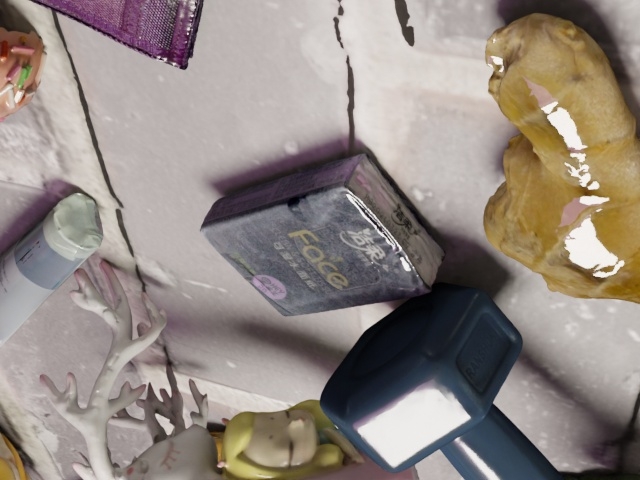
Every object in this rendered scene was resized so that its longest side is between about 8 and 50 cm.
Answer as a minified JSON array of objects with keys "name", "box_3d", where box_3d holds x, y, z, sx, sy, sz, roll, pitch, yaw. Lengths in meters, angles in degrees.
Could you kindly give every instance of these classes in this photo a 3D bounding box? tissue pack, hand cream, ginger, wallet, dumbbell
[{"name":"tissue pack","box_3d":[0.000,0.000,0.771,0.156,0.051,0.112,-15,128,41]},{"name":"hand cream","box_3d":[-0.272,0.030,0.953,0.048,0.080,0.255,-2,161,-37]},{"name":"ginger","box_3d":[0.202,-0.001,0.641,0.333,0.081,0.148,36,127,-17]},{"name":"wallet","box_3d":[-0.149,-0.179,0.647,0.165,0.030,0.111,25,145,0]},{"name":"dumbbell","box_3d":[0.151,0.184,0.779,0.156,0.144,0.316,-39,101,20]}]

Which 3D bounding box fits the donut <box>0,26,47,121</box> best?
[{"name":"donut","box_3d":[-0.269,-0.136,0.699,0.166,0.117,0.065,28,127,-20]}]

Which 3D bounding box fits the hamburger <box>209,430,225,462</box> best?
[{"name":"hamburger","box_3d":[-0.100,0.238,1.131,0.083,0.044,0.076,0,137,33]}]

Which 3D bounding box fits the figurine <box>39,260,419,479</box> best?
[{"name":"figurine","box_3d":[-0.088,0.180,0.922,0.315,0.284,0.206,0,134,-9]}]

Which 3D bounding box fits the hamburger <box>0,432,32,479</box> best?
[{"name":"hamburger","box_3d":[-0.500,0.341,1.313,0.276,0.277,0.237,17,164,9]}]

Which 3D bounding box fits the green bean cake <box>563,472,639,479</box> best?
[{"name":"green bean cake","box_3d":[0.268,0.303,0.973,0.183,0.094,0.185,-18,131,42]}]
